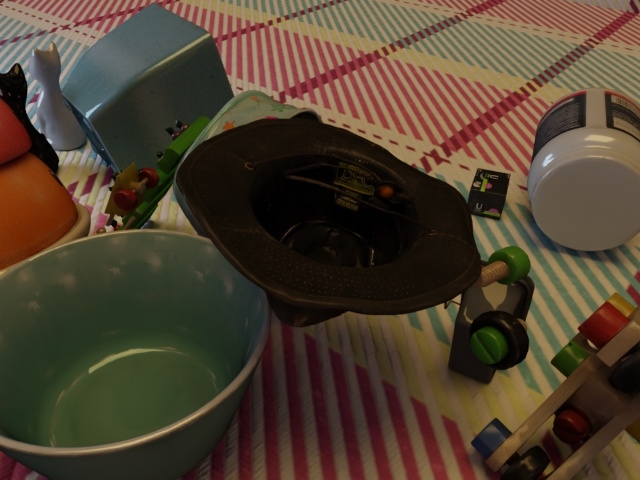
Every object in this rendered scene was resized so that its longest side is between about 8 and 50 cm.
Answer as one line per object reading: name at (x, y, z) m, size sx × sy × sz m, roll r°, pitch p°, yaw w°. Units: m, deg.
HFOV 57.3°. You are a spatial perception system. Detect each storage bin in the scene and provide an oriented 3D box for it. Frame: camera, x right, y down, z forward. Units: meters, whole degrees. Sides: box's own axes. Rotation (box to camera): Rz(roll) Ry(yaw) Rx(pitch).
storage bin at (0.196, 0.104, 0.723) m, size 0.098 × 0.135 × 0.091 m, roll 18°, pitch 49°, yaw 22°

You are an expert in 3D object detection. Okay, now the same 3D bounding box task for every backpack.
backpack at (-0.083, -0.074, 0.803) m, size 0.191 × 0.253 × 0.225 m, roll 28°, pitch 71°, yaw 23°

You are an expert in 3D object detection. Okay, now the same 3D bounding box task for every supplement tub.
supplement tub at (0.453, -0.125, 0.985) m, size 0.191 × 0.191 × 0.272 m, roll 14°, pitch 38°, yaw 16°

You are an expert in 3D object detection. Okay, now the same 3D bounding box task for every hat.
hat at (0.000, 0.000, 0.602) m, size 0.331 × 0.134 × 0.331 m, roll 14°, pitch 33°, yaw -10°

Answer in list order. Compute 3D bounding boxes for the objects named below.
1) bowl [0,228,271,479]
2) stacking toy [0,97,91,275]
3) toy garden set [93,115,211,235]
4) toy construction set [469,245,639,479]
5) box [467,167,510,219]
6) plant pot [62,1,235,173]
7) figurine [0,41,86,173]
bowl at (-0.206, 0.139, 0.628) m, size 0.312 × 0.163 × 0.311 m, roll 1°, pitch 37°, yaw -1°
stacking toy at (-0.523, -0.164, 0.733) m, size 0.351 × 0.480 × 0.350 m, roll -6°, pitch 24°, yaw 3°
toy garden set at (-0.270, -0.062, 0.844) m, size 0.049 × 0.244 × 0.204 m, roll 38°, pitch 38°, yaw -9°
toy construction set at (0.325, 0.151, 0.561) m, size 0.237 × 0.257 × 0.309 m, roll -18°, pitch 30°, yaw -36°
box at (0.298, -0.084, 1.041) m, size 0.062 × 0.052 × 0.083 m, roll 13°, pitch 37°, yaw 16°
plant pot at (-0.327, -0.258, 1.112) m, size 0.252 × 0.248 × 0.247 m, roll -35°, pitch 48°, yaw -18°
figurine at (-0.533, -0.251, 1.109) m, size 0.092 × 0.209 × 0.215 m, roll 4°, pitch 36°, yaw 4°
